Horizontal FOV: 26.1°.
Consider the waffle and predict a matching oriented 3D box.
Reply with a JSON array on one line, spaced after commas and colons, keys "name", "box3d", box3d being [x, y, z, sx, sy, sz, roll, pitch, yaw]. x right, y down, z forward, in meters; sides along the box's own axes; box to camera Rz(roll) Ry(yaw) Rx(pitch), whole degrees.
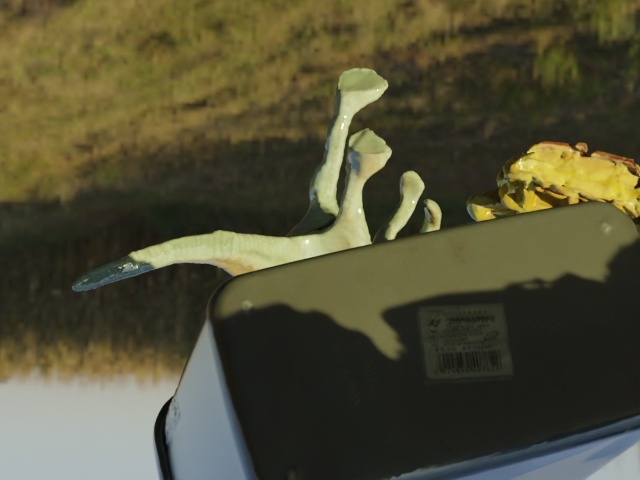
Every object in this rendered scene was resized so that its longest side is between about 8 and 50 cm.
[{"name": "waffle", "box3d": [0.292, 0.005, 1.274, 0.283, 0.065, 0.309, -16, 135, 44]}]

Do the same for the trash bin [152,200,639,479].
[{"name": "trash bin", "box3d": [0.026, 0.076, 0.556, 0.176, 0.101, 0.236, -10, 161, -13]}]

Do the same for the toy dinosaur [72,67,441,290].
[{"name": "toy dinosaur", "box3d": [0.000, 0.000, 0.932, 0.092, 0.206, 0.393, 25, -153, 26]}]
